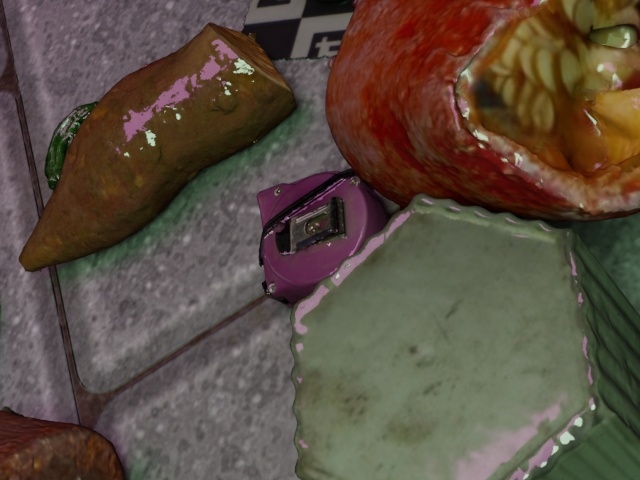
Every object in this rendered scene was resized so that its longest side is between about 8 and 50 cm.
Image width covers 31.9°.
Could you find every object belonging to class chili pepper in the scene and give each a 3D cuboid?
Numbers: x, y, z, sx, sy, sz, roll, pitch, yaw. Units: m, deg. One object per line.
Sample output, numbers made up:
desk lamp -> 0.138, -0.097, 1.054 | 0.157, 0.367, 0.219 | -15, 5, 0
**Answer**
chili pepper -> -0.277, -0.103, 1.240 | 0.055, 0.035, 0.118 | 10, 61, 23
chili pepper -> 0.148, -0.126, 0.766 | 0.251, 0.305, 0.229 | -13, 96, -13

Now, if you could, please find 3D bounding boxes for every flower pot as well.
flower pot -> 0.112, 0.106, 0.763 | 0.209, 0.189, 0.239 | -16, 58, 25

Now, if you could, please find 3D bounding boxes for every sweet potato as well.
sweet potato -> -0.185, -0.087, 1.111 | 0.336, 0.131, 0.131 | -35, 51, 11

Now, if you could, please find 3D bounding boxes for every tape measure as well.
tape measure -> 0.000, 0.000, 0.971 | 0.125, 0.074, 0.118 | -22, 56, 24

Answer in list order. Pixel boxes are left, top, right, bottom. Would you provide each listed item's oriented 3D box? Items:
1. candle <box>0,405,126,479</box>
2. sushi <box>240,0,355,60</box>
candle -> -0.271, 0.274, 0.869 | 0.131, 0.287, 0.317 | 0, 62, 28
sushi -> 0.049, -0.367, 1.123 | 0.296, 0.100, 0.373 | 4, 67, 35
